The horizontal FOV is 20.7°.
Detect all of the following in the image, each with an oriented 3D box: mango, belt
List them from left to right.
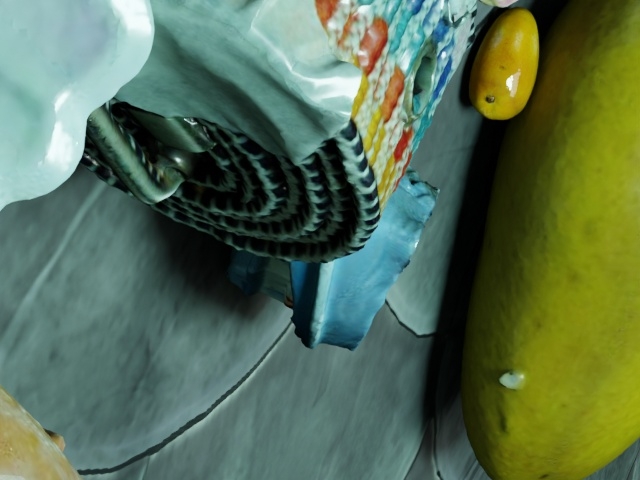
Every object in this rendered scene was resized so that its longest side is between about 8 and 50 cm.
[{"bbox_3d":[-0.046,-0.097,0.740,0.150,0.207,0.257,-64,155,-18],"label":"belt"},{"bbox_3d":[0.134,-0.129,1.266,0.060,0.046,0.089,64,39,-60],"label":"mango"},{"bbox_3d":[0.236,-0.010,1.352,0.445,0.221,0.301,-70,162,2],"label":"mango"}]

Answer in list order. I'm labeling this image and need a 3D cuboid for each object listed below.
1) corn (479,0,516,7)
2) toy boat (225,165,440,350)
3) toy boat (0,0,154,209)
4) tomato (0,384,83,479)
[{"bbox_3d":[0.082,-0.256,0.832,0.126,0.127,0.335,56,26,-60],"label":"corn"},{"bbox_3d":[0.000,0.000,0.959,0.238,0.098,0.109,111,5,-78],"label":"toy boat"},{"bbox_3d":[-0.185,-0.085,0.542,0.290,0.100,0.199,-1,121,-48],"label":"toy boat"},{"bbox_3d":[-0.167,0.123,0.730,0.180,0.155,0.214,-54,152,-23],"label":"tomato"}]
